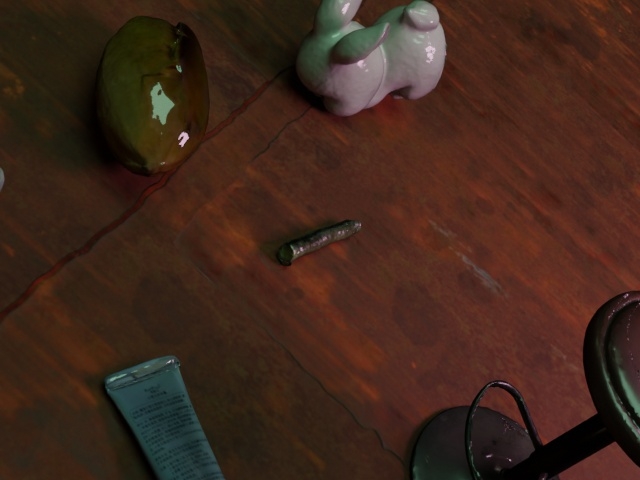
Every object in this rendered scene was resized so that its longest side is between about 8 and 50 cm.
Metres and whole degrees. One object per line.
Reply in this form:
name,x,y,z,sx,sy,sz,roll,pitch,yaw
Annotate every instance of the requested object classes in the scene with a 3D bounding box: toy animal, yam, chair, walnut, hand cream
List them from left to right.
walnut,-0.194,-0.173,1.375,0.137,0.137,0.245,13,53,-26
hand cream,-0.128,0.232,1.191,0.088,0.055,0.256,-17,68,-31
yam,0.000,0.000,1.454,0.027,0.033,0.129,37,36,28
toy animal,0.071,-0.253,1.568,0.193,0.178,0.128,-1,58,-36
chair,0.295,0.201,1.250,0.226,0.401,0.227,18,52,-24

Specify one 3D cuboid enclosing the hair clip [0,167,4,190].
hair clip,-0.424,-0.059,1.190,0.146,0.075,0.257,42,53,1
